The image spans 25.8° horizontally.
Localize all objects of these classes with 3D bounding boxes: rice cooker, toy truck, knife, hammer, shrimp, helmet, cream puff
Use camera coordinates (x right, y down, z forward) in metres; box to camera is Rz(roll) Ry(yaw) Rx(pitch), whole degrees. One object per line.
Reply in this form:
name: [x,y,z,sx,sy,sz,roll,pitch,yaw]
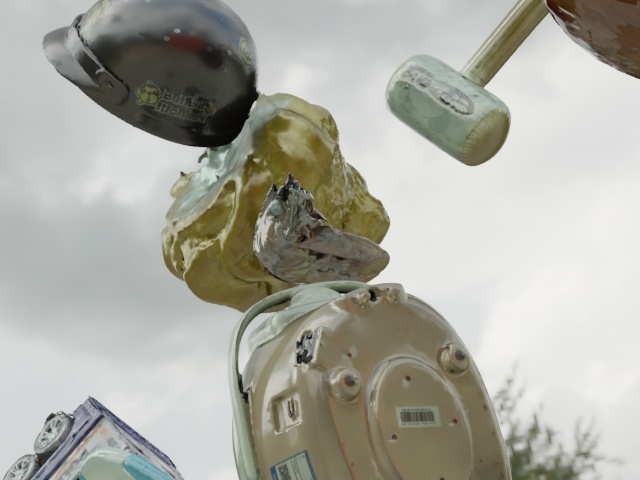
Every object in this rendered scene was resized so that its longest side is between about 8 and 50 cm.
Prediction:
rice cooker: [0.029,0.118,0.806,0.145,0.206,0.127,-9,-13,-32]
toy truck: [-0.243,0.287,1.253,0.124,0.155,0.268,43,-97,-26]
knife: [-0.107,0.241,1.143,0.064,0.222,0.031,-60,-17,13]
hammer: [0.247,-0.268,2.040,0.305,0.202,0.113,-51,-28,0]
shrimp: [0.000,0.000,1.628,0.164,0.062,0.317,3,-19,3]
helmet: [-0.192,-0.244,1.756,0.279,0.230,0.160,22,-61,-27]
cream puff: [-0.051,-0.018,1.887,0.270,0.274,0.323,34,-56,-19]

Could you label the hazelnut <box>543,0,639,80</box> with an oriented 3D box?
hazelnut: [0.362,-0.336,1.411,0.315,0.372,0.372,14,-31,-17]
